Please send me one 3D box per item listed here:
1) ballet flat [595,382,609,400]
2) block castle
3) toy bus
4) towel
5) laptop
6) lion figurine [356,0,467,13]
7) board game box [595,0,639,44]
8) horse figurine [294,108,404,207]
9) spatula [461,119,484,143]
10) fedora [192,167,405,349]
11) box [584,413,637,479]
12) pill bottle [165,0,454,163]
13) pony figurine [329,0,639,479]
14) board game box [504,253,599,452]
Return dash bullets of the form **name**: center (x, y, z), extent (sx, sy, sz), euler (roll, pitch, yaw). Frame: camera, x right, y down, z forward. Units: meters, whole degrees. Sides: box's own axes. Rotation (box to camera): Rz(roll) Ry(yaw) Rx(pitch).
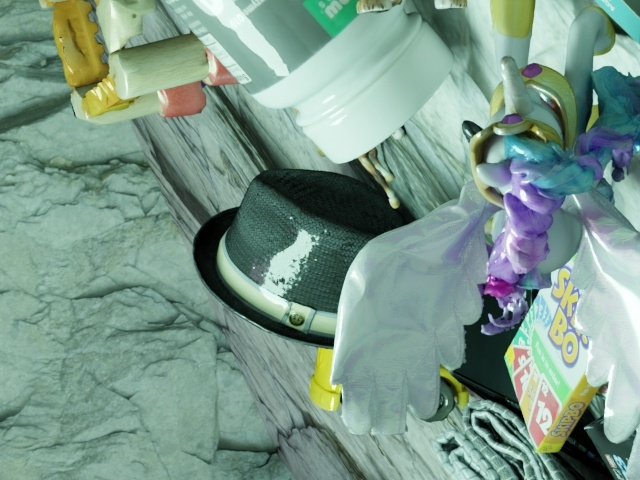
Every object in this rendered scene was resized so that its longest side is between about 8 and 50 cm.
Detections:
- **ballet flat**: center (0.294, 0.118, 1.536), extent (0.241, 0.091, 0.077), euler (-158, 62, -63)
- **block castle**: center (-0.215, -0.373, 1.724), extent (0.303, 0.213, 0.453), euler (-14, 93, 69)
- **toy bus**: center (0.102, 0.146, 2.125), extent (0.149, 0.220, 0.211), euler (-153, 67, -77)
- **towel**: center (0.287, 0.335, 1.790), extent (0.284, 0.121, 0.235), euler (48, -178, 36)
- **laptop**: center (0.266, 0.153, 1.845), extent (0.264, 0.136, 0.234), euler (37, 175, -20)
- **lion figurine**: center (0.081, -0.317, 1.233), extent (0.392, 0.142, 0.240), euler (-162, 66, -79)
- **board game box**: center (0.277, -0.203, 0.902), extent (0.254, 0.079, 0.336), euler (52, 165, 28)
- **horse figurine**: center (0.029, -0.152, 1.938), extent (0.263, 0.066, 0.174), euler (41, 165, 45)
- **spatula**: center (0.194, -0.045, 1.459), extent (0.084, 0.030, 0.296), euler (56, -176, 35)
- **fedora**: center (0.000, 0.000, 1.998), extent (0.334, 0.334, 0.152), euler (49, 135, 38)
- **box**: center (0.419, 0.303, 1.485), extent (0.295, 0.073, 0.293), euler (60, 167, -4)
- **pill bottle**: center (-0.042, -0.265, 1.502), extent (0.361, 0.204, 0.204), euler (46, 170, -15)
- **pony figurine**: center (0.167, -0.019, 1.178), extent (0.363, 0.303, 0.351), euler (-62, -28, -63)
- **board game box**: center (0.252, 0.094, 1.487), extent (0.259, 0.039, 0.124), euler (112, 152, -47)
